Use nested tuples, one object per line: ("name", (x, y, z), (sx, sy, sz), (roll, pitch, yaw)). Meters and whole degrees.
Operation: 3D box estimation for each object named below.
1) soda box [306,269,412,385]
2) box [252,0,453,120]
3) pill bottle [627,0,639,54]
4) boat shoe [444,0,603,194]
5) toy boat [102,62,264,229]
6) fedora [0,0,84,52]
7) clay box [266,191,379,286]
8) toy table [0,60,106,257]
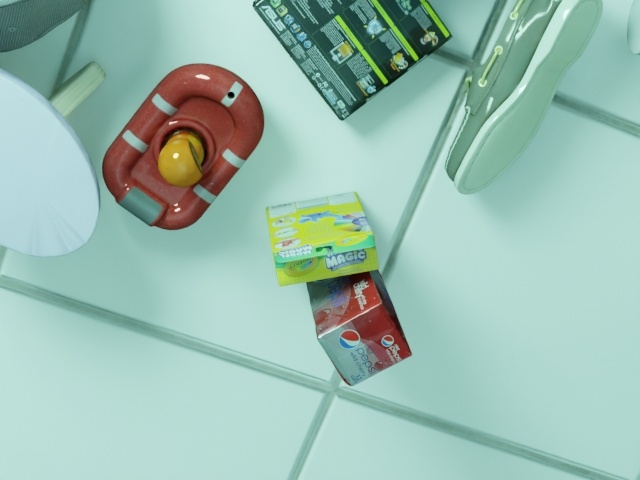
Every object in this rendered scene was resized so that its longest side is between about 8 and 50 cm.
("soda box", (0.042, 0.082, 1.520), (0.092, 0.263, 0.083), (-29, 110, 5))
("box", (0.041, -0.281, 1.514), (0.184, 0.045, 0.191), (-38, 107, 5))
("pill bottle", (0.494, -0.273, 1.523), (0.180, 0.108, 0.108), (3, 108, -7))
("boat shoe", (0.245, -0.202, 1.535), (0.109, 0.091, 0.305), (5, 121, -52))
("toy boat", (-0.171, -0.111, 1.494), (0.151, 0.151, 0.231), (36, 102, -16))
("fedora", (-0.374, -0.310, 1.398), (0.275, 0.244, 0.124), (-18, 140, -8))
("clay box", (0.000, 0.000, 1.511), (0.127, 0.222, 0.053), (-10, 110, -1))
("toy table", (-0.376, -0.122, 1.459), (0.252, 0.161, 0.274), (-24, 114, 6))
